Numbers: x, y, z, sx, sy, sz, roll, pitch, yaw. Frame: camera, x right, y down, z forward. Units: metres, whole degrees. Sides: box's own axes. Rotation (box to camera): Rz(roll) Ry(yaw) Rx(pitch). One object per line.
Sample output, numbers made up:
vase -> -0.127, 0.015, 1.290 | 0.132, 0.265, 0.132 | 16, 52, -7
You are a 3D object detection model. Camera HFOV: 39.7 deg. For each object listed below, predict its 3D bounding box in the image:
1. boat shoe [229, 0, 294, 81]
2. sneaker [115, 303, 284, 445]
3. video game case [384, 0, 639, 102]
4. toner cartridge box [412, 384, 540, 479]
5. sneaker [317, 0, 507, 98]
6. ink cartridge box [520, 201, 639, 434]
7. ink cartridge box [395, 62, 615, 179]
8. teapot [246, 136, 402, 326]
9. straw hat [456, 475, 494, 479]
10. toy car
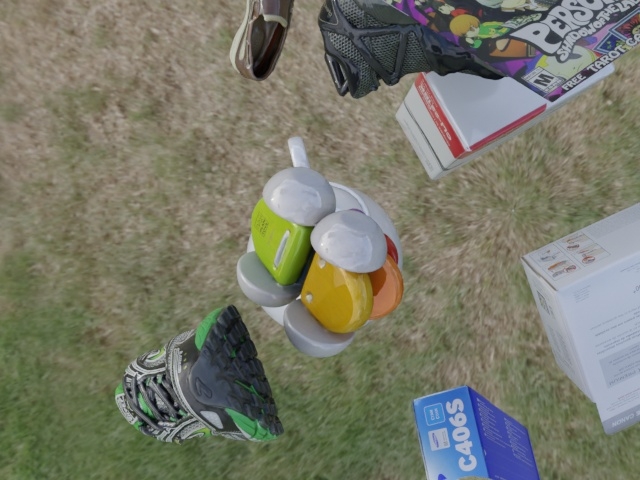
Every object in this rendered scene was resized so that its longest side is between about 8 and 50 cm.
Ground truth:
boat shoe -> -0.079, -0.393, 1.513 | 0.095, 0.095, 0.257 | 1, 120, -28
sneaker -> -0.129, 0.158, 0.895 | 0.146, 0.343, 0.134 | -21, 83, -13
video game case -> 0.177, -0.213, 0.631 | 0.232, 0.210, 0.041 | -35, 40, 45
toner cartridge box -> 0.222, 0.308, 1.166 | 0.075, 0.348, 0.165 | -19, 63, 18
sneaker -> 0.092, -0.199, 0.918 | 0.130, 0.228, 0.087 | -47, 44, 39
ink cartridge box -> 0.489, 0.093, 1.292 | 0.310, 0.130, 0.271 | -24, 114, -1
ink cartridge box -> 0.217, -0.182, 1.119 | 0.197, 0.273, 0.114 | -29, 87, -3
teapot -> 0.000, 0.000, 1.298 | 0.256, 0.187, 0.252 | 26, 62, 24
straw hat -> 0.076, 0.137, 0.384 | 0.145, 0.144, 0.061 | 29, 77, 10
toy car -> 0.010, 0.015, 0.913 | 0.182, 0.136, 0.159 | 43, 129, 30
